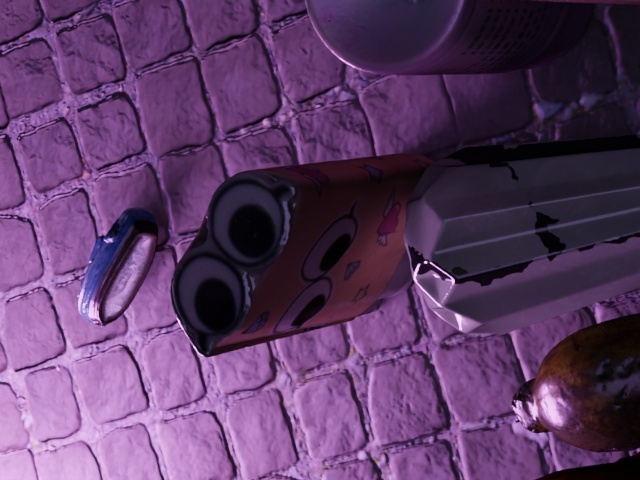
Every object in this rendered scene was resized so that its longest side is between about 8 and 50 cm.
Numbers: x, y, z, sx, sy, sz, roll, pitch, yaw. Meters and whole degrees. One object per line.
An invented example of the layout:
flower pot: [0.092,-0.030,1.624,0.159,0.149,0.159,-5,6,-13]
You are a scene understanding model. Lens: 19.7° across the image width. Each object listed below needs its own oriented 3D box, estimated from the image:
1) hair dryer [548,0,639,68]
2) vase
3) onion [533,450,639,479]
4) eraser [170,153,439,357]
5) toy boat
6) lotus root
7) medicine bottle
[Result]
hair dryer: [0.219,-0.224,1.414,0.106,0.344,0.189,13,102,52]
vase: [0.253,-0.026,1.524,0.360,0.165,0.165,-13,89,27]
onion: [0.265,0.300,1.481,0.273,0.273,0.285,-2,73,31]
eraser: [0.000,0.000,1.589,0.087,0.290,0.171,39,113,21]
toy boat: [-0.208,0.027,1.854,0.061,0.060,0.137,47,120,46]
lotus root: [0.256,0.121,1.549,0.209,0.120,0.120,-22,84,25]
medicine bottle: [0.113,-0.212,1.520,0.152,0.254,0.152,4,98,31]
